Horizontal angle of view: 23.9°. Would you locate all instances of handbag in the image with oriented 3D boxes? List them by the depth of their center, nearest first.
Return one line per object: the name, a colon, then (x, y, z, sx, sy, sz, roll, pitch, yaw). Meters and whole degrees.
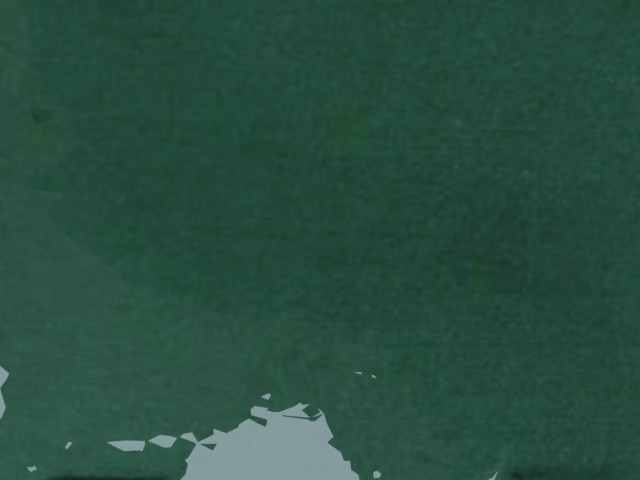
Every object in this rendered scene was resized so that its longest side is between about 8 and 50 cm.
handbag: (0.000, 0.000, 0.393, 0.247, 0.260, 0.079, 1, -166, -9)
